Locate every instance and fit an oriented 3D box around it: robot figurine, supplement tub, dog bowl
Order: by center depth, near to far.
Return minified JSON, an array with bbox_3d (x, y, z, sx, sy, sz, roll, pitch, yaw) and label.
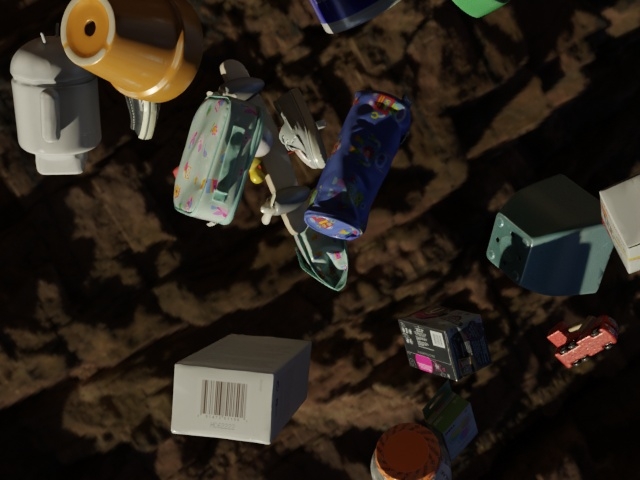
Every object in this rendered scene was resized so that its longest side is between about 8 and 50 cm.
[{"bbox_3d":[0.227,0.588,2.053,0.193,0.316,0.194,-6,-132,7],"label":"supplement tub"},{"bbox_3d":[-0.642,-0.341,2.055,0.199,0.354,0.300,-3,-154,-12],"label":"robot figurine"},{"bbox_3d":[0.103,-0.627,2.086,0.264,0.104,0.265,-26,-156,13],"label":"dog bowl"}]

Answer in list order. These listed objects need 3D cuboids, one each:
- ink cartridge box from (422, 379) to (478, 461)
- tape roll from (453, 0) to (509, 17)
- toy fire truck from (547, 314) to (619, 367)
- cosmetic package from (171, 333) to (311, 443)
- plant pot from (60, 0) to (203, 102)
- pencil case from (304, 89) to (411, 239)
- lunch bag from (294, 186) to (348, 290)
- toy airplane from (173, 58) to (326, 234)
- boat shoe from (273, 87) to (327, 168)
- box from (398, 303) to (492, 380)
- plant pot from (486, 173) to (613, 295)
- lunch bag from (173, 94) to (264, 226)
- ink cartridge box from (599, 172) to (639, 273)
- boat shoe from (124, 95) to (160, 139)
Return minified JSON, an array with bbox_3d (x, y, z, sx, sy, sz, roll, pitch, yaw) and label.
[{"bbox_3d":[0.326,0.454,2.112,0.109,0.209,0.062,-43,-131,-20],"label":"ink cartridge box"},{"bbox_3d":[0.355,-0.710,2.074,0.077,0.321,0.321,-25,-165,37],"label":"tape roll"},{"bbox_3d":[0.559,0.202,1.799,0.192,0.047,0.135,-44,-174,42],"label":"toy fire truck"},{"bbox_3d":[-0.174,0.339,2.008,0.229,0.162,0.453,4,-177,10],"label":"cosmetic package"},{"bbox_3d":[-0.344,-0.358,1.491,0.205,0.205,0.188,-22,170,28],"label":"plant pot"},{"bbox_3d":[0.078,-0.147,1.648,0.306,0.133,0.119,-66,-167,-14],"label":"pencil case"},{"bbox_3d":[0.000,0.000,2.457,0.160,0.262,0.223,-20,-161,-2],"label":"lunch bag"},{"bbox_3d":[-0.154,-0.249,2.249,0.272,0.385,0.385,144,-31,-78],"label":"toy airplane"},{"bbox_3d":[-0.046,-0.225,1.762,0.081,0.079,0.228,-25,-129,5],"label":"boat shoe"},{"bbox_3d":[0.369,0.296,2.508,0.142,0.164,0.247,-21,-168,-26],"label":"box"},{"bbox_3d":[0.589,0.001,2.230,0.252,0.247,0.248,-12,-142,-26],"label":"plant pot"},{"bbox_3d":[-0.218,-0.168,1.810,0.224,0.107,0.279,19,-87,62],"label":"lunch bag"},{"bbox_3d":[0.608,-0.038,1.576,0.127,0.128,0.176,-24,156,11],"label":"ink cartridge box"},{"bbox_3d":[-0.467,-0.467,2.044,0.155,0.500,0.187,0,-136,-3],"label":"boat shoe"}]
